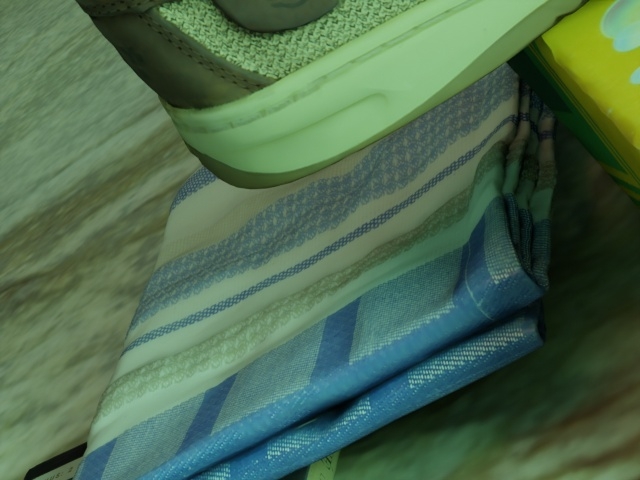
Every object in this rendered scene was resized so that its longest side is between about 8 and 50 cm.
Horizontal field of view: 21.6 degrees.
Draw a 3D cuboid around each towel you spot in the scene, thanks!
[{"bbox_3d":[0.000,0.000,0.652,0.209,0.034,0.285,-29,20,20],"label":"towel"}]

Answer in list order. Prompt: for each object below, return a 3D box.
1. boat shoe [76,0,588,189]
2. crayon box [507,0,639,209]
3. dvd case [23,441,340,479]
[{"bbox_3d":[0.070,-0.149,0.466,0.342,0.123,0.123,-31,32,19],"label":"boat shoe"},{"bbox_3d":[0.166,-0.086,0.487,0.203,0.083,0.323,-37,32,5],"label":"crayon box"},{"bbox_3d":[-0.070,0.130,0.571,0.164,0.018,0.221,-26,26,26],"label":"dvd case"}]
